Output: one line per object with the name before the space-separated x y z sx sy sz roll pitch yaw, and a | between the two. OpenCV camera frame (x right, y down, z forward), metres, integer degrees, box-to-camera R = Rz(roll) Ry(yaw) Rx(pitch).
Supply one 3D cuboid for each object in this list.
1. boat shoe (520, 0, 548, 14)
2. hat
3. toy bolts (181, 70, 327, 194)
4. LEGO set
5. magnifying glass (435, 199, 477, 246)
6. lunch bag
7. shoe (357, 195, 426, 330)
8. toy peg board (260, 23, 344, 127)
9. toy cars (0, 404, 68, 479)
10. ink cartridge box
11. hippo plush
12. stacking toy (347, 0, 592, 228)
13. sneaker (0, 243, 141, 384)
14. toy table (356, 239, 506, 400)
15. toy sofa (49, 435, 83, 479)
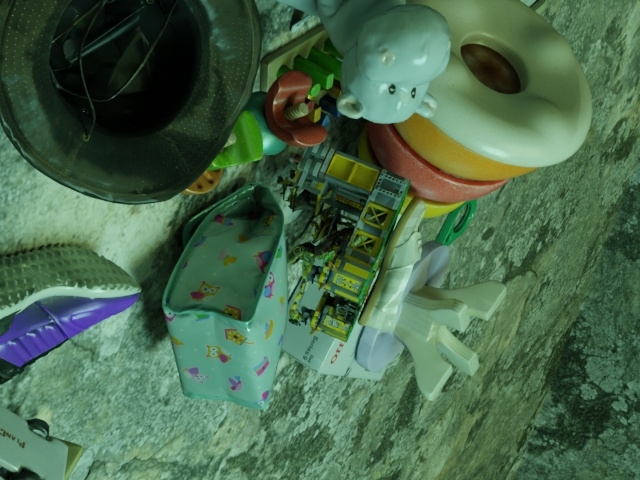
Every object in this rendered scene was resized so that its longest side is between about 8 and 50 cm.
boat shoe | 0.269 -0.385 1.925 0.302 0.113 0.103 -43 129 -26
hat | -0.228 -0.200 1.194 0.331 0.134 0.331 -18 118 -39
toy bolts | -0.130 -0.171 1.455 0.228 0.158 0.218 -9 85 -46
LEGO set | 0.000 0.000 1.717 0.331 0.192 0.255 91 22 -77
magnifying glass | 0.263 -0.002 2.393 0.231 0.026 0.092 -54 154 -15
lunch bag | -0.121 0.073 1.631 0.223 0.160 0.262 86 15 -49
shoe | 0.122 0.038 1.722 0.076 0.058 0.219 -47 159 -78
toy peg board | -0.007 -0.212 1.631 0.161 0.079 0.161 -37 146 -37
toy cars | -0.452 0.248 1.260 0.087 0.176 0.393 -38 161 22
ink cartridge box | 0.058 0.135 2.057 0.211 0.121 0.289 -62 154 3
hippo plush | 0.042 -0.267 1.417 0.234 0.237 0.294 2 152 -26
stacking toy | 0.170 -0.146 1.800 0.350 0.350 0.480 -33 167 -42
sneaker | -0.350 0.096 1.341 0.293 0.102 0.146 -8 128 -52
toy table | 0.204 0.144 2.009 0.274 0.161 0.252 -58 153 -9
toy sofa | -0.437 0.417 1.492 0.150 0.177 0.363 -65 169 -58
